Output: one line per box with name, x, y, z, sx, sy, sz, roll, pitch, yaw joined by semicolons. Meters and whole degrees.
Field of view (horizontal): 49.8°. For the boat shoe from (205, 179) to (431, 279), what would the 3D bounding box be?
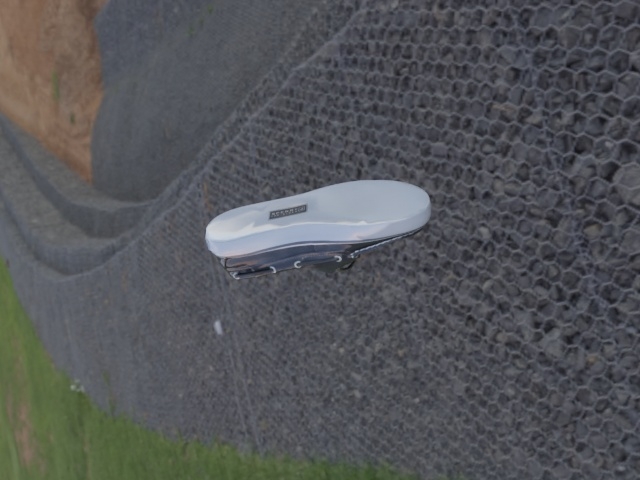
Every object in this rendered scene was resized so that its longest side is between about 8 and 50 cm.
boat shoe;0.000;0.000;0.687;0.080;0.229;0.076;-85;-19;-52
